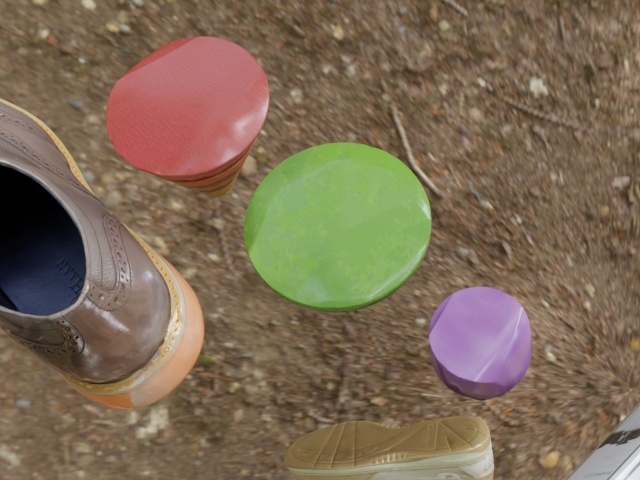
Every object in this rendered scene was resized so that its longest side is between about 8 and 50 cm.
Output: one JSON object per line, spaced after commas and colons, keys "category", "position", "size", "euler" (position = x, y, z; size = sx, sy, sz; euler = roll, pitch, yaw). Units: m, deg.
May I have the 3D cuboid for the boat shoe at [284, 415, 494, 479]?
{"category": "boat shoe", "position": [0.055, 0.180, 0.999], "size": [0.170, 0.063, 0.059], "euler": [-6, 118, 22]}

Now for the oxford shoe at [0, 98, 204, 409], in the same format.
{"category": "oxford shoe", "position": [-0.225, -0.036, 0.825], "size": [0.364, 0.132, 0.130], "euler": [33, 81, 30]}

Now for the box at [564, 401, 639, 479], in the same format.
{"category": "box", "position": [0.333, 0.215, 1.100], "size": [0.290, 0.087, 0.169], "euler": [-39, 94, -29]}

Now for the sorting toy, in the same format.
{"category": "sorting toy", "position": [0.000, 0.000, 0.910], "size": [0.365, 0.126, 0.127], "euler": [38, 73, 23]}
